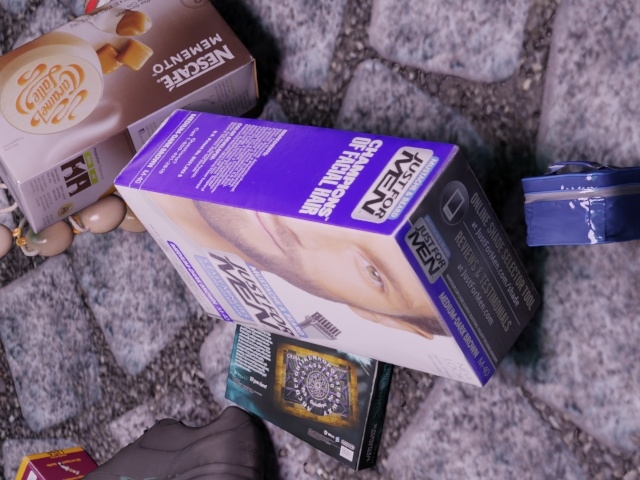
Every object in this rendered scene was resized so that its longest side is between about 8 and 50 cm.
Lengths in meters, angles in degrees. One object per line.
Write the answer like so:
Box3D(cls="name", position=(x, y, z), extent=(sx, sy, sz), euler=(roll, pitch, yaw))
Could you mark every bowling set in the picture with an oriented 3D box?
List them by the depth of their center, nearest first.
Box3D(cls="bowling set", position=(-0.228, -0.049, 1.649), extent=(0.200, 0.287, 0.154), euler=(82, 170, -67))

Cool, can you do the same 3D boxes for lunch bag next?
Box3D(cls="lunch bag", position=(0.204, -0.030, 1.272), extent=(0.098, 0.067, 0.065), euler=(-2, 92, 46))

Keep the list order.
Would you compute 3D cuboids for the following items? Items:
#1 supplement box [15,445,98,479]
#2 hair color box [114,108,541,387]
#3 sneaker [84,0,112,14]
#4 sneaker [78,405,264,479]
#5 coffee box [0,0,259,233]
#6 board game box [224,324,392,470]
Box3D(cls="supplement box", position=(-0.254, 0.322, 1.748), extent=(0.188, 0.080, 0.104), euler=(42, 121, 34))
Box3D(cls="hair color box", position=(0.000, 0.000, 1.387), extent=(0.338, 0.110, 0.185), euler=(9, 143, 43))
Box3D(cls="sneaker", position=(-0.165, -0.311, 1.587), extent=(0.279, 0.107, 0.118), euler=(-53, 46, 30))
Box3D(cls="sneaker", position=(-0.171, 0.247, 1.617), extent=(0.286, 0.109, 0.130), euler=(-16, 47, 22))
Box3D(cls="coffee box", position=(-0.196, -0.134, 1.526), extent=(0.141, 0.246, 0.098), euler=(55, 165, 26))
Box3D(cls="board game box", position=(-0.013, 0.122, 1.528), extent=(0.186, 0.026, 0.126), euler=(24, 110, 41))
